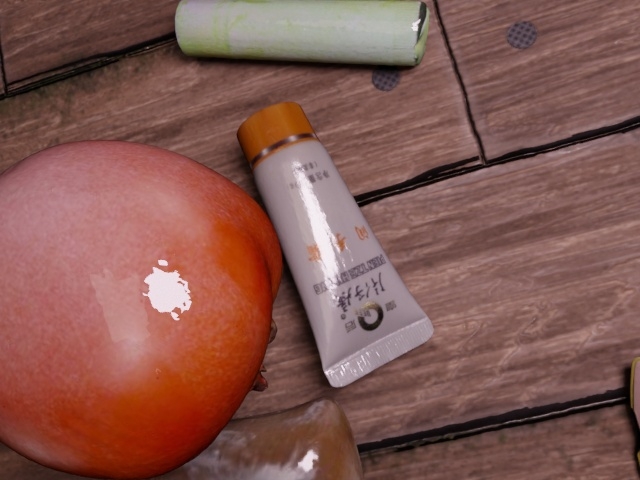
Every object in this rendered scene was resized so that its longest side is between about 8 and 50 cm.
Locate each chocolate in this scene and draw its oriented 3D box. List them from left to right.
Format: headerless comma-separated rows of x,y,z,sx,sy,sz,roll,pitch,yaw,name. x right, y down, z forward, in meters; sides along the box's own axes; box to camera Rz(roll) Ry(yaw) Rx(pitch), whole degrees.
-0.082,0.280,0.596,0.254,0.080,0.156,-17,80,8,chocolate

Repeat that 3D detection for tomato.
-0.197,0.055,0.528,0.322,0.321,0.321,-1,83,10,tomato

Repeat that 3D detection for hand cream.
0.000,0.000,0.613,0.140,0.089,0.314,-26,84,-21,hand cream

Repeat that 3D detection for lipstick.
-0.023,-0.254,0.655,0.304,0.076,0.076,5,84,11,lipstick

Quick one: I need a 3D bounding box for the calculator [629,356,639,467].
0.383,0.223,0.500,0.157,0.033,0.236,-17,79,51,calculator
